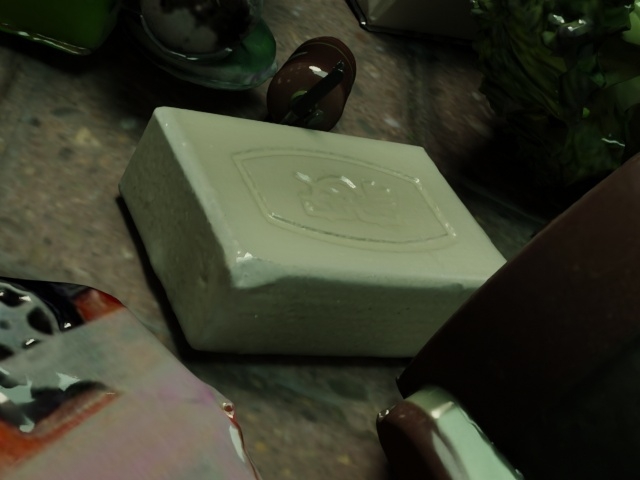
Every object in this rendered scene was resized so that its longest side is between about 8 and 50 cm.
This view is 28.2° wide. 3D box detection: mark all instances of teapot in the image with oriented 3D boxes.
[{"bbox_3d":[0.184,0.133,0.540,0.315,0.233,0.312,-31,73,-23],"label":"teapot"}]

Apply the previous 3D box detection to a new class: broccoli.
[{"bbox_3d":[0.260,-0.161,0.834,0.375,0.302,0.249,8,78,-45],"label":"broccoli"}]

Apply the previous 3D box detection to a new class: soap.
[{"bbox_3d":[0.000,0.000,0.654,0.183,0.064,0.121,5,41,-38],"label":"soap"}]

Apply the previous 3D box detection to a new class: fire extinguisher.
[{"bbox_3d":[-0.010,-0.083,0.738,0.045,0.078,0.157,45,14,-9],"label":"fire extinguisher"}]

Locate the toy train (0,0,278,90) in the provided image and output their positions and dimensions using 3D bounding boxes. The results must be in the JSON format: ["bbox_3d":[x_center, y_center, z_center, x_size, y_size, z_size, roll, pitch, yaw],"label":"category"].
[{"bbox_3d":[-0.110,-0.231,0.757,0.249,0.173,0.307,17,37,-15],"label":"toy train"}]

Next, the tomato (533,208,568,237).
[{"bbox_3d":[0.231,0.032,0.776,0.199,0.112,0.228,11,38,-29],"label":"tomato"}]

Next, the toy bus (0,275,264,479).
[{"bbox_3d":[-0.138,0.121,0.326,0.147,0.127,0.302,43,34,6],"label":"toy bus"}]

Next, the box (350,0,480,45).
[{"bbox_3d":[0.071,-0.320,1.013,0.173,0.145,0.333,1,52,-40],"label":"box"}]
